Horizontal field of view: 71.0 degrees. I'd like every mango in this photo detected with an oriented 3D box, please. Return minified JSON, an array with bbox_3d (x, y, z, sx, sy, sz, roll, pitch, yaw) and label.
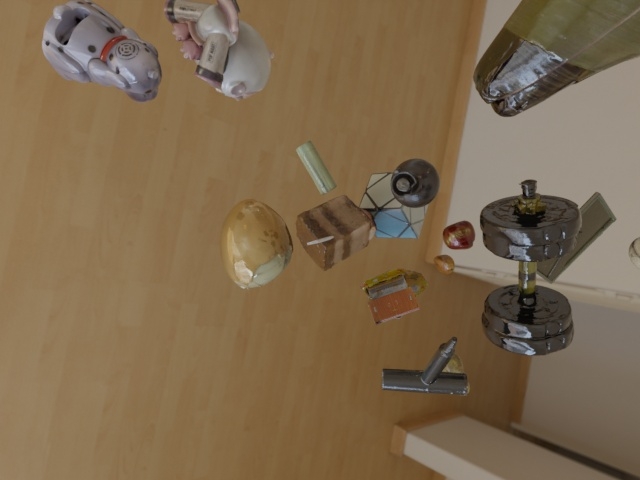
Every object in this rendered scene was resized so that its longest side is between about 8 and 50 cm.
[{"bbox_3d":[0.488,0.090,1.780,0.060,0.114,0.080,-26,109,-12],"label":"mango"}]

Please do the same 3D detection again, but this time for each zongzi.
[{"bbox_3d":[0.427,-0.275,0.658,0.317,0.289,0.154,25,38,-10],"label":"zongzi"}]

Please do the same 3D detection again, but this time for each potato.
[{"bbox_3d":[0.409,0.412,1.381,0.070,0.091,0.138,-21,90,-6],"label":"potato"}]

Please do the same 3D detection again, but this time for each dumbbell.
[{"bbox_3d":[0.421,0.067,0.912,0.185,0.185,0.389,-29,118,-39],"label":"dumbbell"}]

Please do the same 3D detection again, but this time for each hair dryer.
[{"bbox_3d":[0.206,0.241,0.873,0.195,0.173,0.050,83,9,-46],"label":"hair dryer"}]

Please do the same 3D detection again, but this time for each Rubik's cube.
[{"bbox_3d":[0.308,-0.145,1.857,0.205,0.204,0.207,51,51,-41],"label":"Rubik's cube"}]

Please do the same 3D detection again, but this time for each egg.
[{"bbox_3d":[-0.180,0.007,1.240,0.201,0.201,0.245,-21,103,-42],"label":"egg"}]

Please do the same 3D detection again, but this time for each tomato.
[{"bbox_3d":[0.367,-0.010,1.186,0.087,0.087,0.075,-1,72,-45],"label":"tomato"}]

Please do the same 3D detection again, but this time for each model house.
[{"bbox_3d":[0.265,0.207,1.492,0.207,0.219,0.136,61,13,-45],"label":"model house"}]

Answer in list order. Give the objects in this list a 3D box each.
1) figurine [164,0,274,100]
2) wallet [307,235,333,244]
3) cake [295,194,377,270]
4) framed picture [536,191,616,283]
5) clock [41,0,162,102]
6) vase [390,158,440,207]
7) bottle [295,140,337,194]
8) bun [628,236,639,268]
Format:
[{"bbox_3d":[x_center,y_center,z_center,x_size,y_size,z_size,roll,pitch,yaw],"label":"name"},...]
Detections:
[{"bbox_3d":[-0.263,-0.529,1.281,0.361,0.210,0.253,-11,88,-82],"label":"figurine"},{"bbox_3d":[0.000,0.000,1.321,0.083,0.044,0.011,-18,93,-53],"label":"wallet"},{"bbox_3d":[0.072,-0.050,1.737,0.293,0.199,0.196,-29,149,-18],"label":"cake"},{"bbox_3d":[0.911,0.002,1.626,0.247,0.022,0.335,25,111,-42],"label":"framed picture"},{"bbox_3d":[-0.464,-0.414,1.024,0.189,0.253,0.189,-58,168,-19],"label":"clock"},{"bbox_3d":[0.214,-0.133,1.056,0.183,0.120,0.120,-20,112,-66],"label":"vase"},{"bbox_3d":[-0.015,-0.276,1.711,0.072,0.072,0.202,-37,100,-36],"label":"bottle"},{"bbox_3d":[1.023,0.056,1.381,0.138,0.138,0.094,-48,144,-29],"label":"bun"}]
